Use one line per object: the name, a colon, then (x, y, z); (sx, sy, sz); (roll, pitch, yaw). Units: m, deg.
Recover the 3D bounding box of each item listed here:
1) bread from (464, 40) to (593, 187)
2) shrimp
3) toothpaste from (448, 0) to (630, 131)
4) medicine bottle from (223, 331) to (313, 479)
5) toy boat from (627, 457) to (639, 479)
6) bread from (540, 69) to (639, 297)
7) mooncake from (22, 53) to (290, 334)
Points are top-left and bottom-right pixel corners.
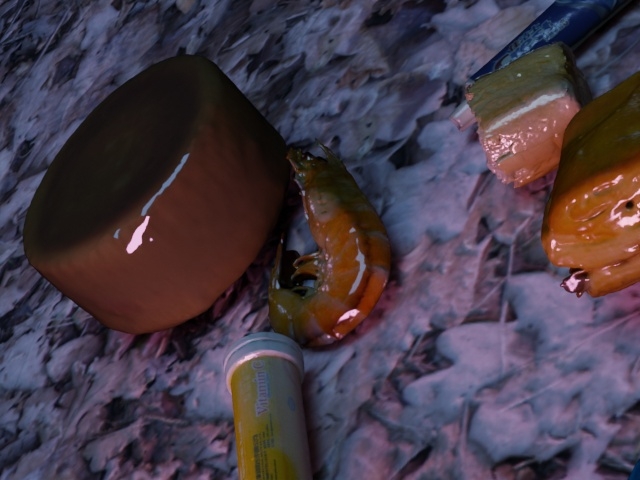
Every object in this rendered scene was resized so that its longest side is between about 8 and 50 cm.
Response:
bread: (0.189, -0.110, 1.258); (0.106, 0.082, 0.125); (-21, 29, 16)
shrimp: (0.000, 0.000, 1.357); (0.150, 0.068, 0.249); (-35, 39, 24)
toothpaste: (0.227, -0.197, 1.344); (0.268, 0.047, 0.069); (-41, 21, -1)
medicine bottle: (-0.041, 0.178, 1.200); (0.074, 0.074, 0.218); (-32, 37, 19)
toy boat: (0.213, 0.207, 0.879); (0.134, 0.092, 0.299); (-4, 51, 49)
bread: (0.269, -0.072, 1.054); (0.235, 0.099, 0.210); (-33, 18, 35)
mooncake: (-0.169, -0.044, 1.498); (0.284, 0.155, 0.284); (-28, 39, 25)
